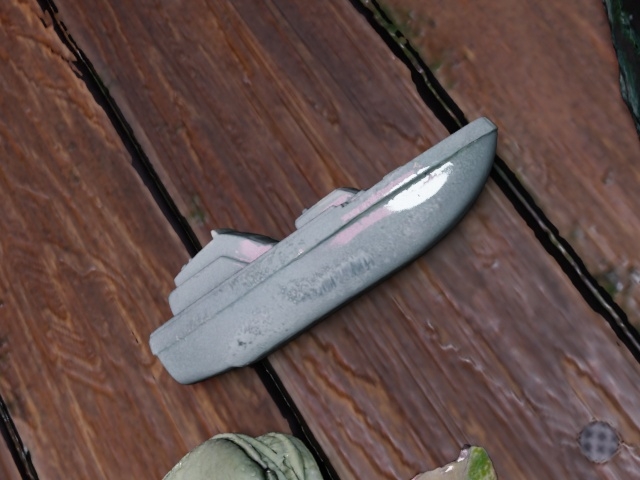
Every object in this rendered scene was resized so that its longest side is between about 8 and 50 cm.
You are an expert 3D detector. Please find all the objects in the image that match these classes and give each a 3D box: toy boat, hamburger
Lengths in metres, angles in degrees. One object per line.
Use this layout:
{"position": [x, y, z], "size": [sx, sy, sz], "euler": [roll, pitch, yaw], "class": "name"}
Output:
{"position": [0.000, 0.000, 0.644], "size": [0.260, 0.078, 0.085], "euler": [-34, 80, 17], "class": "toy boat"}
{"position": [-0.058, 0.181, 0.622], "size": [0.140, 0.062, 0.133], "euler": [-45, 41, 14], "class": "hamburger"}

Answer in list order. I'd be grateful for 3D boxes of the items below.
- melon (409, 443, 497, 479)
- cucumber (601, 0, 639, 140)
{"position": [0.038, 0.203, 0.604], "size": [0.182, 0.054, 0.098], "euler": [-36, 50, 14], "class": "melon"}
{"position": [0.218, -0.129, 0.575], "size": [0.115, 0.085, 0.193], "euler": [-10, 80, 21], "class": "cucumber"}
